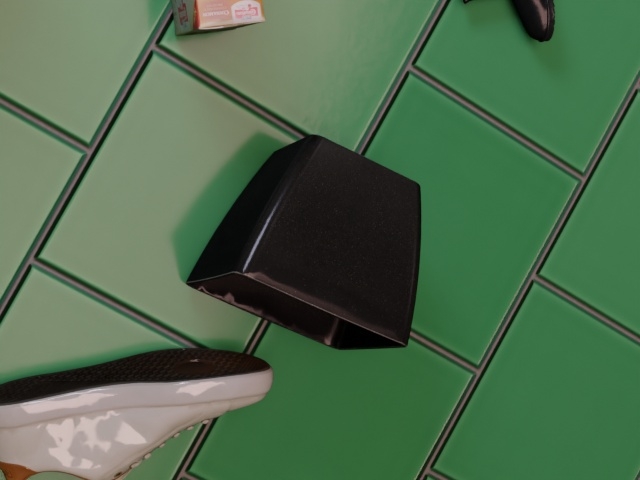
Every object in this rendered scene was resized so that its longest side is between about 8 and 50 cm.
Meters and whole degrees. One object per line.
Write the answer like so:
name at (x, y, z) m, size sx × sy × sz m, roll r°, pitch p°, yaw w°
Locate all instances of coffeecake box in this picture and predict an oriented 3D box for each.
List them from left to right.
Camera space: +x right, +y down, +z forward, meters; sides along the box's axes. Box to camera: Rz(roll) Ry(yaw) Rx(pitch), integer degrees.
coffeecake box at (-0.111, -0.297, 1.261) m, size 0.068 × 0.142 × 0.186 m, roll -9°, pitch 98°, yaw -15°

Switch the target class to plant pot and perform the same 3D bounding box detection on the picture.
plant pot at (0.000, 0.000, 1.315) m, size 0.188 × 0.187 × 0.167 m, roll 25°, pitch 77°, yaw -17°

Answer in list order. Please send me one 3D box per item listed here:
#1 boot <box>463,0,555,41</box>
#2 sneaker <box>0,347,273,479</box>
boot at (0.198, -0.272, 1.406) m, size 0.099 × 0.045 × 0.121 m, roll -7°, pitch 91°, yaw -18°
sneaker at (-0.187, 0.186, 1.321) m, size 0.290 × 0.106 × 0.123 m, roll -9°, pitch 105°, yaw -6°
